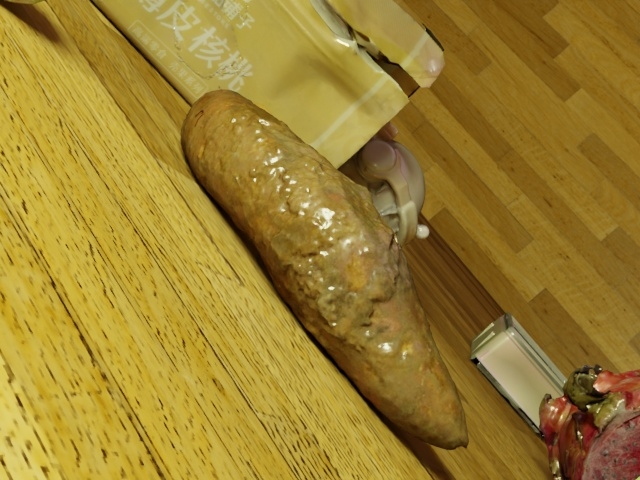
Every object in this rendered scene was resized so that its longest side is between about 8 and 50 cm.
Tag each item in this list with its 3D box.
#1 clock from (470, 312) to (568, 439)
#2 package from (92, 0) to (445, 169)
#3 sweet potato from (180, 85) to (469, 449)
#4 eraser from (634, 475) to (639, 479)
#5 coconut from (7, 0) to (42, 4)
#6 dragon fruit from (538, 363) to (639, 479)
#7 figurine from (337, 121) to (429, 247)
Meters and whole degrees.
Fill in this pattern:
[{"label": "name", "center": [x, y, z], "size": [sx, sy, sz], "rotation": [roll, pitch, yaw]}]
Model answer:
[{"label": "clock", "center": [0.278, 0.180, 1.483], "size": [0.147, 0.071, 0.192], "rotation": [49, 8, 4]}, {"label": "package", "center": [-0.042, -0.224, 1.026], "size": [0.311, 0.221, 0.165], "rotation": [46, -33, -14]}, {"label": "sweet potato", "center": [-0.002, -0.003, 0.752], "size": [0.341, 0.092, 0.114], "rotation": [53, -8, 25]}, {"label": "eraser", "center": [0.216, 0.159, 0.483], "size": [0.210, 0.274, 0.092], "rotation": [43, 8, -38]}, {"label": "coconut", "center": [-0.193, -0.195, 0.697], "size": [0.083, 0.082, 0.081], "rotation": [40, 42, -3]}, {"label": "dragon fruit", "center": [0.335, 0.221, 1.108], "size": [0.282, 0.211, 0.147], "rotation": [50, 3, -8]}, {"label": "figurine", "center": [0.034, -0.080, 1.223], "size": [0.236, 0.141, 0.162], "rotation": [56, -20, -16]}]
